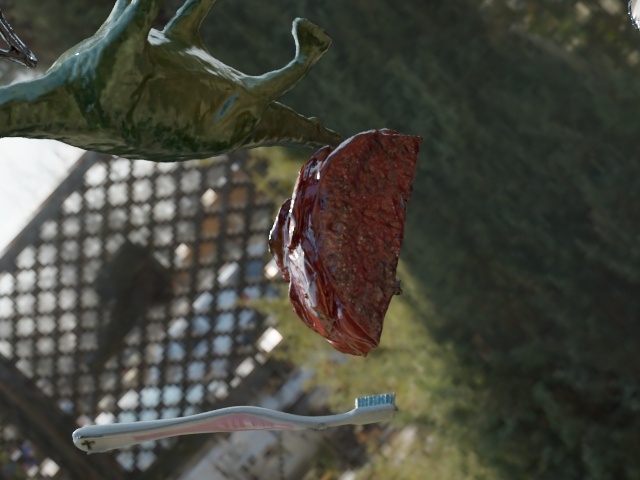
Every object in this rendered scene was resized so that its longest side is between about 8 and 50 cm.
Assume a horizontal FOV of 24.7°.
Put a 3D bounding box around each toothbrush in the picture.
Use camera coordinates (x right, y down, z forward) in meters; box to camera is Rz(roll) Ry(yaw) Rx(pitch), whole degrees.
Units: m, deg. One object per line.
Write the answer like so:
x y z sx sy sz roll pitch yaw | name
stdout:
-0.053 0.110 0.871 0.204 0.017 0.022 -8 33 13 | toothbrush

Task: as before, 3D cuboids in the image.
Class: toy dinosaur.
-0.134 -0.048 0.897 0.087 0.447 0.301 25 82 44 | toy dinosaur

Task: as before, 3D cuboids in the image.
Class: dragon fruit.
0.000 0.000 0.968 0.106 0.083 0.162 -29 46 55 | dragon fruit

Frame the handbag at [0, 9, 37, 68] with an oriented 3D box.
-0.304 -0.194 1.275 0.072 0.139 0.115 -56 0 -4 | handbag

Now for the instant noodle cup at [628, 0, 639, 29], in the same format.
0.416 -0.266 1.381 0.217 0.217 0.207 -50 -10 -52 | instant noodle cup
